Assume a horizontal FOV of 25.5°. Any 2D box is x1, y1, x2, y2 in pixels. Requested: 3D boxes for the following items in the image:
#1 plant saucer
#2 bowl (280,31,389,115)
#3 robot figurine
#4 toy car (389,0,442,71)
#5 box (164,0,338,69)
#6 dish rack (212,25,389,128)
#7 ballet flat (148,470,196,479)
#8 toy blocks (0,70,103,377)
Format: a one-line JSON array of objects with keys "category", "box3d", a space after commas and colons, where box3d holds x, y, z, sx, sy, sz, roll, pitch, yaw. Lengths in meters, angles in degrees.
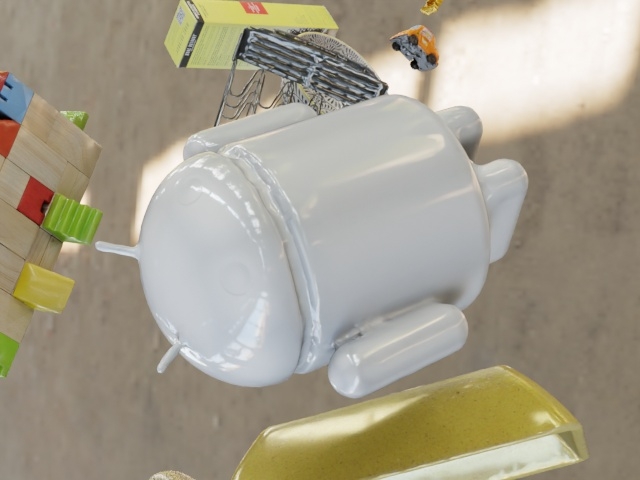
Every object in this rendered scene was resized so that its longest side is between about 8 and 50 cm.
[{"category": "plant saucer", "box3d": [0.088, 0.204, 1.377, 0.333, 0.333, 0.081, 49, -154, -72]}, {"category": "bowl", "box3d": [0.006, -0.180, 1.835, 0.080, 0.170, 0.170, -42, 45, 37]}, {"category": "robot figurine", "box3d": [0.000, 0.000, 1.181, 0.300, 0.353, 0.200, 54, 151, 36]}, {"category": "toy car", "box3d": [0.123, -0.230, 1.534, 0.040, 0.060, 0.122, -61, 10, -26]}, {"category": "box", "box3d": [-0.095, -0.286, 1.977, 0.058, 0.232, 0.087, 61, 140, 35]}, {"category": "dish rack", "box3d": [-0.037, -0.136, 1.709, 0.271, 0.208, 0.074, 116, 174, -55]}, {"category": "ballet flat", "box3d": [-0.133, 0.311, 1.532, 0.206, 0.073, 0.067, 44, 162, 37]}, {"category": "toy blocks", "box3d": [-0.435, -0.057, 1.764, 0.191, 0.261, 0.381, 6, 67, 35]}]
